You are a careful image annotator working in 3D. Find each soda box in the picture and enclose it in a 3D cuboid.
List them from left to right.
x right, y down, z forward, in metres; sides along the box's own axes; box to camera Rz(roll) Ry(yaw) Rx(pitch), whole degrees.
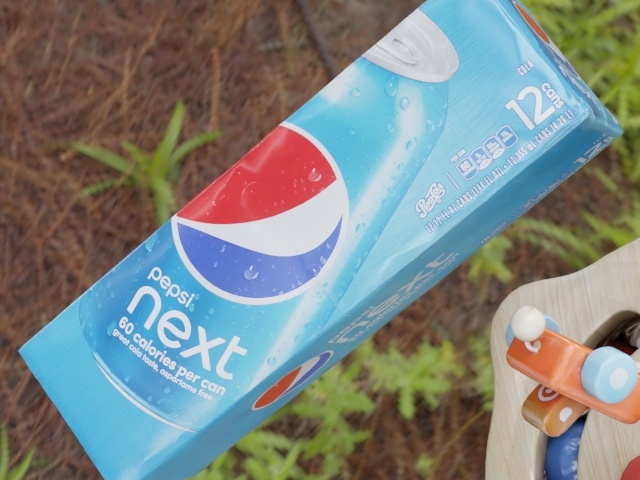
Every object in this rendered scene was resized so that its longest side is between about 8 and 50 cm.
[{"bbox_3d":[0.000,0.000,0.616,0.067,0.210,0.071,53,14,13],"label":"soda box"}]

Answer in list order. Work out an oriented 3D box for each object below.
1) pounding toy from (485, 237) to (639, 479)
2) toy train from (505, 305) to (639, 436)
[{"bbox_3d":[0.136,0.123,0.724,0.155,0.154,0.269,32,58,-58],"label":"pounding toy"},{"bbox_3d":[0.134,0.079,0.605,0.125,0.166,0.046,26,91,-36],"label":"toy train"}]
